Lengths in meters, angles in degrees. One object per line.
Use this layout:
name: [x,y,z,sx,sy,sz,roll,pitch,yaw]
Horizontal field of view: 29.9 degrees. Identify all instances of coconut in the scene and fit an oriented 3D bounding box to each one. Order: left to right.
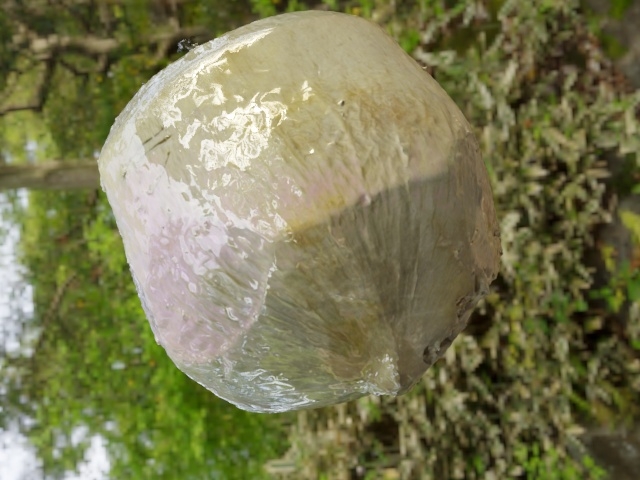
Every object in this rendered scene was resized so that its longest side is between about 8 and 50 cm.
coconut: [0.000,0.000,1.197,0.404,0.404,0.405,-5,-90,-81]
